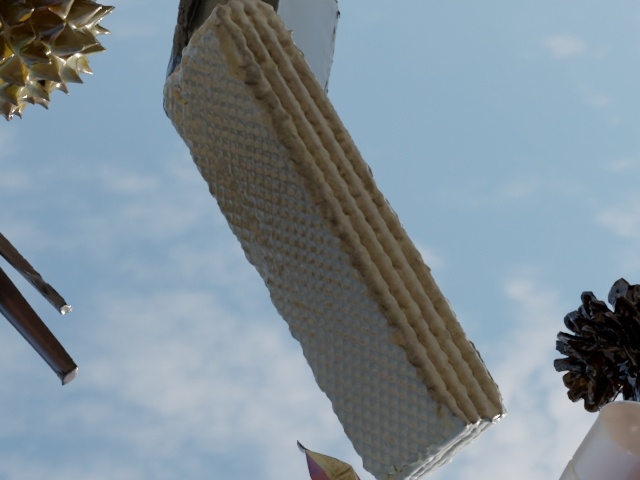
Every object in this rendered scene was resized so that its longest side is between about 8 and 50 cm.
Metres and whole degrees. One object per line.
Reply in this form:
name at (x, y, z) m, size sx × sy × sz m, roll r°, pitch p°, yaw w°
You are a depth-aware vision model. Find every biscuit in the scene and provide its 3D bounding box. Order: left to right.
biscuit at (0.000, 0.000, 1.382) m, size 0.078 × 0.144 × 0.426 m, roll -16°, pitch -111°, yaw -38°

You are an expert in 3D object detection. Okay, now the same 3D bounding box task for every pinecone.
pinecone at (0.293, 0.113, 1.616) m, size 0.121 × 0.140 × 0.140 m, roll -29°, pitch -136°, yaw -22°

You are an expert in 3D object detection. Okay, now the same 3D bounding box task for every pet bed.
pet bed at (-0.084, -0.220, 1.734) m, size 0.159 × 0.183 × 0.210 m, roll -6°, pitch -125°, yaw 20°

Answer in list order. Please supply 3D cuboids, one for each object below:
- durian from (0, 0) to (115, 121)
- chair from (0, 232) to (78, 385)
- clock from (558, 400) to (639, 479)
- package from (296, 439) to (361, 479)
durian at (-0.163, -0.117, 0.603) m, size 0.168 × 0.137 × 0.158 m, roll -6°, pitch -118°, yaw -42°
chair at (-0.374, 0.013, 1.477) m, size 0.183 × 0.175 × 0.326 m, roll -26°, pitch -121°, yaw -24°
clock at (0.365, 0.260, 1.194) m, size 0.342 × 0.184 × 0.326 m, roll -10°, pitch -139°, yaw -33°
package at (0.016, 0.168, 1.110) m, size 0.029 × 0.059 × 0.083 m, roll -41°, pitch -109°, yaw -1°
